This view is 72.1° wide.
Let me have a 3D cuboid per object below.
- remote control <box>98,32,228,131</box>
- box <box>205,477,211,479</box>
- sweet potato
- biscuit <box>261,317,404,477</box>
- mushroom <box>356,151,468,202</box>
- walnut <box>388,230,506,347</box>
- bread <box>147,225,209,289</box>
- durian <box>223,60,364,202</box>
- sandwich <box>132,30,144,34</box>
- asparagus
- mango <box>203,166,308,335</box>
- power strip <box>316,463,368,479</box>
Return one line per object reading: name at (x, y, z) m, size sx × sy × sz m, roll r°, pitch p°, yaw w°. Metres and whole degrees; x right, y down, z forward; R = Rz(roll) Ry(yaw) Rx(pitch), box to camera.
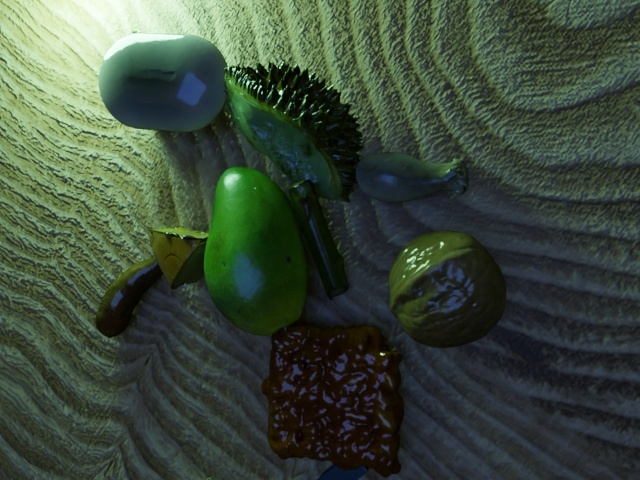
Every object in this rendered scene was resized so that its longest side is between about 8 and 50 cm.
remote control at (-0.369, -0.369, 1.030) m, size 0.331 × 0.103 × 0.221 m, roll 7°, pitch 97°, yaw 13°
box at (-0.271, 0.720, 1.118) m, size 0.109 × 0.029 × 0.198 m, roll -39°, pitch 80°, yaw 15°
sweet potato at (-0.504, 0.135, 1.152) m, size 0.097 × 0.097 × 0.292 m, roll 39°, pitch 101°, yaw 14°
biscuit at (0.025, 0.336, 0.963) m, size 0.311 × 0.110 × 0.319 m, roll 0°, pitch 83°, yaw 21°
mushroom at (0.190, -0.132, 0.917) m, size 0.224 × 0.093 × 0.116 m, roll 8°, pitch 73°, yaw 23°
walnut at (0.236, 0.094, 0.848) m, size 0.227 × 0.228 × 0.228 m, roll 0°, pitch 91°, yaw 18°
bread at (-0.317, 0.002, 1.067) m, size 0.160 × 0.140 × 0.169 m, roll -35°, pitch 80°, yaw 22°
durian at (-0.051, -0.256, 0.970) m, size 0.394 × 0.163 × 0.198 m, roll 37°, pitch 143°, yaw -3°
sandwich at (-0.369, -0.412, 1.116) m, size 0.211 × 0.063 × 0.245 m, roll -1°, pitch 92°, yaw 15°
asparagus at (-0.001, 0.001, 0.972) m, size 0.067 × 0.060 × 0.278 m, roll -19°, pitch 96°, yaw 28°
mango at (-0.150, 0.021, 0.974) m, size 0.225 × 0.201 × 0.382 m, roll -15°, pitch 83°, yaw 16°
power strip at (0.051, 0.533, 1.006) m, size 0.123 × 0.032 × 0.056 m, roll -45°, pitch 78°, yaw 14°
